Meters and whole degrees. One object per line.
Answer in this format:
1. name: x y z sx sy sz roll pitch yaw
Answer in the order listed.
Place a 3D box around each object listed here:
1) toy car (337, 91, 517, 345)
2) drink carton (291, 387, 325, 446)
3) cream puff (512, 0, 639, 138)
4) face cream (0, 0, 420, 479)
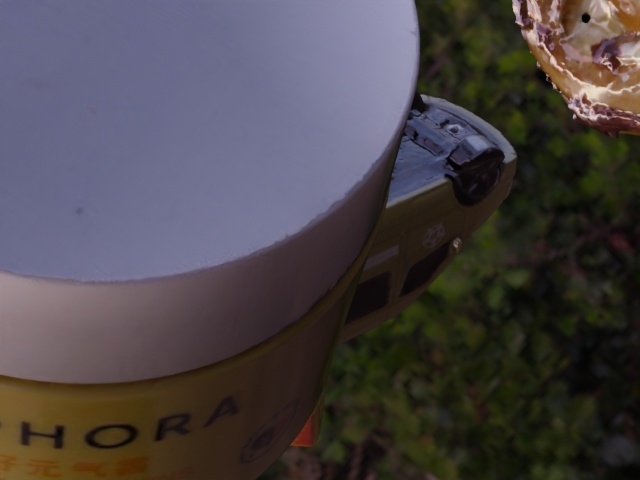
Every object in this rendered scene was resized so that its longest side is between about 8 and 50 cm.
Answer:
1. toy car: 0.000 0.000 1.073 0.257 0.124 0.101 -23 45 -31
2. drink carton: -0.070 0.068 1.367 0.351 0.155 0.111 92 -178 -72
3. cream puff: 0.367 -0.261 1.894 0.229 0.350 0.350 -26 0 -43
4. face cream: -0.086 -0.025 0.635 0.179 0.218 0.218 105 -171 -54
